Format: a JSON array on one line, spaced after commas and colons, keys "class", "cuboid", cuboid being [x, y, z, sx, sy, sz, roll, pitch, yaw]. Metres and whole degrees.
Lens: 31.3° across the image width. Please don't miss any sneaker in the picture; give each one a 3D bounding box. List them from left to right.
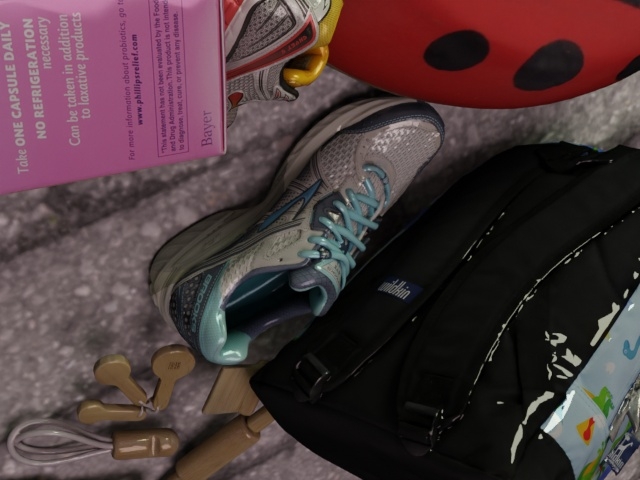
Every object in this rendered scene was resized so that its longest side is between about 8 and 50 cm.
[{"class": "sneaker", "cuboid": [-0.049, -0.118, 0.783, 0.093, 0.225, 0.088, 21, 73, -10]}, {"class": "sneaker", "cuboid": [0.000, 0.000, 0.929, 0.283, 0.122, 0.110, -40, 131, 0]}]

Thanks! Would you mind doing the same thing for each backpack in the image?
[{"class": "backpack", "cuboid": [0.170, 0.067, 0.967, 0.273, 0.290, 0.355, 49, 64, -40]}]

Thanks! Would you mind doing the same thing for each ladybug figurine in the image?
[{"class": "ladybug figurine", "cuboid": [0.131, -0.231, 0.829, 0.449, 0.162, 0.305, 9, 114, -32]}]

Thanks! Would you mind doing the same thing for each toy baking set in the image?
[{"class": "toy baking set", "cuboid": [-0.157, 0.168, 0.999, 0.256, 0.030, 0.197, -42, 132, 19]}]

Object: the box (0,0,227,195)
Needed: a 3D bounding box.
[{"class": "box", "cuboid": [-0.206, -0.126, 0.681, 0.243, 0.213, 0.117, -13, 125, -20]}]
